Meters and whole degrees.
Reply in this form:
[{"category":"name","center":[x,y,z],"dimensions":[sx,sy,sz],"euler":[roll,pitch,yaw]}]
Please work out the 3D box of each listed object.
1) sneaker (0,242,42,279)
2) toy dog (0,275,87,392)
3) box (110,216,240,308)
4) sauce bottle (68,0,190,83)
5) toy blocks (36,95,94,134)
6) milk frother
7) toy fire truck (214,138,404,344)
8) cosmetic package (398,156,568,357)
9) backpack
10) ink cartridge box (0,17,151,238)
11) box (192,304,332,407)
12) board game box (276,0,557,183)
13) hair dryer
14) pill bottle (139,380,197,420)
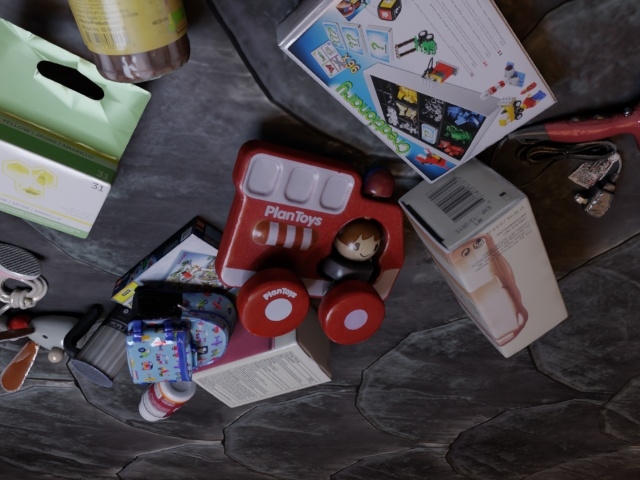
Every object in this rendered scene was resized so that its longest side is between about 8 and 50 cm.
[{"category":"sneaker","center":[-0.538,0.041,0.829],"dimensions":[0.134,0.051,0.070],"euler":[23,132,-20]},{"category":"toy dog","center":[-0.627,0.194,0.900],"dimensions":[0.334,0.161,0.220],"euler":[-10,135,7]},{"category":"box","center":[-0.231,0.071,0.877],"dimensions":[0.233,0.044,0.159],"euler":[-33,128,27]},{"category":"sauce bottle","center":[-0.201,-0.318,0.436],"dimensions":[0.111,0.111,0.344],"euler":[-3,135,0]},{"category":"toy blocks","center":[-0.335,-0.139,0.652],"dimensions":[0.148,0.054,0.123],"euler":[12,133,-15]},{"category":"milk frother","center":[-0.390,0.205,0.939],"dimensions":[0.129,0.134,0.143],"euler":[9,138,24]},{"category":"toy fire truck","center":[0.000,0.000,0.740],"dimensions":[0.302,0.169,0.254],"euler":[10,116,-25]},{"category":"cosmetic package","center":[0.255,0.030,0.764],"dimensions":[0.129,0.153,0.296],"euler":[-37,128,4]},{"category":"backpack","center":[-0.232,0.163,0.849],"dimensions":[0.173,0.117,0.158],"euler":[2,128,-15]},{"category":"ink cartridge box","center":[-0.330,-0.115,0.600],"dimensions":[0.171,0.056,0.235],"euler":[23,132,-26]},{"category":"box","center":[-0.112,0.215,0.970],"dimensions":[0.232,0.127,0.148],"euler":[-20,133,16]},{"category":"board game box","center":[0.123,-0.205,0.586],"dimensions":[0.193,0.053,0.305],"euler":[-34,134,27]},{"category":"hair dryer","center":[0.397,-0.146,0.663],"dimensions":[0.224,0.080,0.293],"euler":[16,132,-18]},{"category":"pill bottle","center":[-0.349,0.348,1.124],"dimensions":[0.086,0.086,0.152],"euler":[26,129,-26]}]
